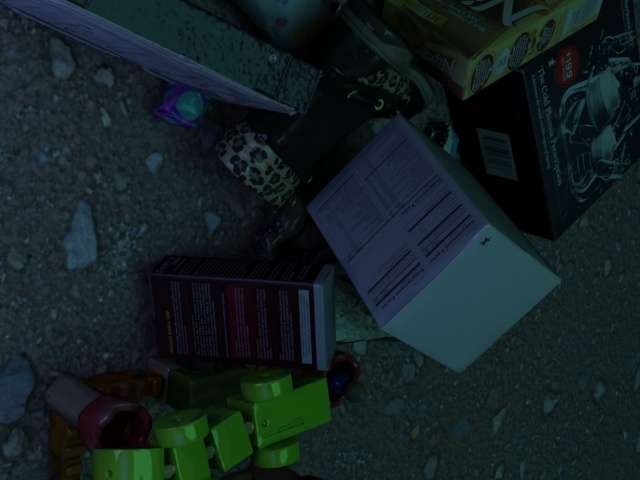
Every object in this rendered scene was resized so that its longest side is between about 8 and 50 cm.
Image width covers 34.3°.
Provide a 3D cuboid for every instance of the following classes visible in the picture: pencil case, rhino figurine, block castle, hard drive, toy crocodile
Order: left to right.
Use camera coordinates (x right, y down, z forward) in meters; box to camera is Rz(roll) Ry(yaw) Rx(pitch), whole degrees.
[{"bbox_3d":[-0.195,-0.233,1.141,0.339,0.237,0.064,21,90,-34],"label":"hard drive"},{"bbox_3d":[-0.162,-0.219,1.344,0.151,0.065,0.070,-68,159,-2],"label":"pencil case"},{"bbox_3d":[-0.150,0.315,1.448,0.453,0.213,0.303,-7,109,-43],"label":"block castle"},{"bbox_3d":[-0.121,0.240,1.287,0.341,0.105,0.115,-20,105,-39],"label":"toy crocodile"},{"bbox_3d":[-0.088,-0.362,1.323,0.273,0.124,0.113,43,74,-43],"label":"pencil case"},{"bbox_3d":[0.000,0.000,1.579,0.243,0.073,0.106,21,94,-48],"label":"rhino figurine"}]

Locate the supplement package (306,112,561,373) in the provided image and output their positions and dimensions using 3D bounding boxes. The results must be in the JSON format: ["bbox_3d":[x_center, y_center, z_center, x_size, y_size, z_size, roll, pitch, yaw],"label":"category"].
[{"bbox_3d":[0.151,0.004,1.446,0.198,0.262,0.199,-45,135,14],"label":"supplement package"}]

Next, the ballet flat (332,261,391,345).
[{"bbox_3d":[0.079,0.098,1.606,0.409,0.147,0.147,9,99,-62],"label":"ballet flat"}]

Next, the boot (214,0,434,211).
[{"bbox_3d":[0.013,-0.174,1.466,0.284,0.138,0.377,-45,170,5],"label":"boot"}]

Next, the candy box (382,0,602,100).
[{"bbox_3d":[0.269,-0.358,1.601,0.316,0.183,0.087,-32,149,-27],"label":"candy box"}]

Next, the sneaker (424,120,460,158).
[{"bbox_3d":[0.198,-0.114,1.737,0.073,0.063,0.162,19,92,-49],"label":"sneaker"}]

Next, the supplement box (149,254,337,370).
[{"bbox_3d":[-0.102,0.096,1.398,0.073,0.240,0.130,-59,150,-65],"label":"supplement box"}]

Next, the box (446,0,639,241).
[{"bbox_3d":[0.400,-0.236,1.805,0.312,0.179,0.343,-41,129,-28],"label":"box"}]
